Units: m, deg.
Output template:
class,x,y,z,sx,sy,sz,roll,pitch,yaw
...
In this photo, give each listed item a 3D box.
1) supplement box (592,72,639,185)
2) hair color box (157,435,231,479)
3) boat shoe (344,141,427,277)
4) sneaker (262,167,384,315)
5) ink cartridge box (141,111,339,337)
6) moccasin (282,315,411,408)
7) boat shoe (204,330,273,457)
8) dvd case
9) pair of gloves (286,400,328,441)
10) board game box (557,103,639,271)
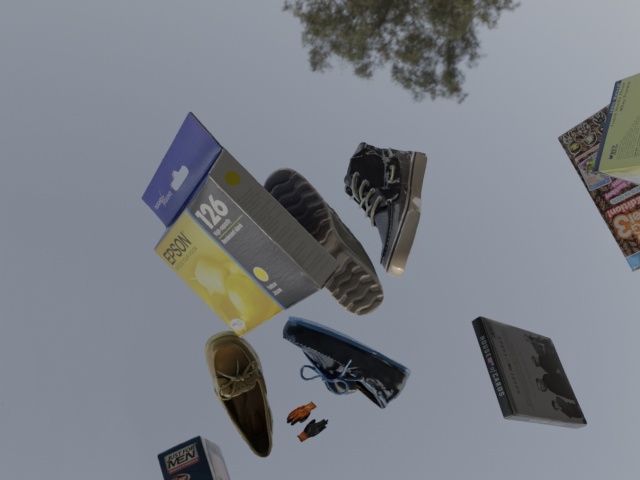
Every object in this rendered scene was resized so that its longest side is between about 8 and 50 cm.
class,x,y,z,sx,sy,sz,roll,pitch,yaw
supplement box,0.275,-0.090,0.459,0.056,0.083,0.083,15,-90,-9
hair color box,-0.229,0.613,1.237,0.105,0.174,0.347,-24,-116,-6
boat shoe,0.114,-0.070,1.142,0.158,0.127,0.340,14,-139,3
sneaker,0.000,0.000,0.973,0.105,0.115,0.281,-33,-80,12
ink cartridge box,-0.161,-0.002,0.918,0.307,0.304,0.072,44,-126,-6
moccasin,0.056,0.253,1.126,0.342,0.138,0.116,32,-98,-33
boat shoe,-0.151,0.310,1.163,0.105,0.089,0.285,-23,-64,-7
dvd case,0.377,0.240,1.038,0.239,0.029,0.179,19,-134,-36
pair of gloves,-0.029,0.387,1.237,0.074,0.083,0.010,-26,-49,-22
board game box,0.626,-0.106,1.099,0.232,0.141,0.291,-4,-115,-44
